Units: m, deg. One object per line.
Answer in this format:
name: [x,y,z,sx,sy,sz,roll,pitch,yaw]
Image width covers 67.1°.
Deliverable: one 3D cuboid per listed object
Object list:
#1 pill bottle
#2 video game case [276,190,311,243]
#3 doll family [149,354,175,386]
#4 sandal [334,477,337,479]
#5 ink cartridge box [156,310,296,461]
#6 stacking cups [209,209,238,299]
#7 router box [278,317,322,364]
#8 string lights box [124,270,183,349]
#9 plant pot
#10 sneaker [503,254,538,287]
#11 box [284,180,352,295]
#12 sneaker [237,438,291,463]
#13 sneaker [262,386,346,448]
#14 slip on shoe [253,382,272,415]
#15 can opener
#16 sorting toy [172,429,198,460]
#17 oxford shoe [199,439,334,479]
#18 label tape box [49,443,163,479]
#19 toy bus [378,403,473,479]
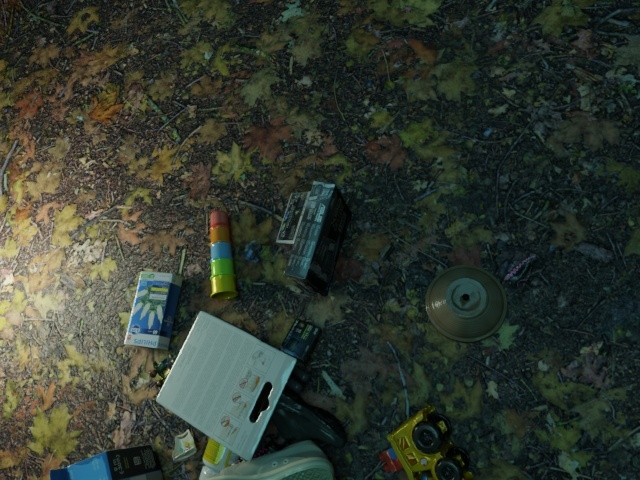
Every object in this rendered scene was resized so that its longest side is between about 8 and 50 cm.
pill bottle: [-0.285,0.628,1.462,0.119,0.119,0.208,13,75,19]
video game case: [-0.068,-0.078,1.650,0.173,0.022,0.190,1,69,48]
doll family: [-0.491,0.478,1.597,0.111,0.076,0.193,-38,69,-4]
sandal: [-0.065,0.788,1.338,0.126,0.138,0.317,38,83,25]
ink cartridge box: [-0.275,0.424,1.452,0.385,0.091,0.308,19,77,28]
stacking cups: [-0.353,0.045,1.692,0.096,0.096,0.316,-15,68,10]
router box: [-0.063,0.319,1.532,0.092,0.038,0.122,19,62,20]
string lights box: [-0.584,0.245,1.699,0.133,0.077,0.260,2,73,15]
plant pot: [0.428,0.177,1.420,0.237,0.110,0.237,-5,70,13]
sneaker: [0.606,0.094,1.437,0.119,0.047,0.057,-43,73,7]
box: [0.000,0.000,1.529,0.076,0.242,0.307,13,75,19]
sneaker: [-0.160,0.629,1.431,0.170,0.063,0.075,-1,84,-10]
sneaker: [-0.052,0.550,1.443,0.286,0.109,0.130,22,85,30]
slip on shoe: [-0.182,0.483,1.524,0.051,0.041,0.135,12,75,19]
can opener: [-0.162,0.380,1.528,0.280,0.093,0.074,30,70,23]
sorting toy: [-0.432,0.649,1.541,0.083,0.045,0.075,-30,59,5]
oxford shoe: [-0.183,0.668,1.331,0.449,0.130,0.169,-16,112,-2]
label tape box: [-0.587,0.741,1.383,0.115,0.348,0.249,-27,67,5]
toy bus: [0.276,0.594,1.312,0.211,0.149,0.220,-37,68,16]
